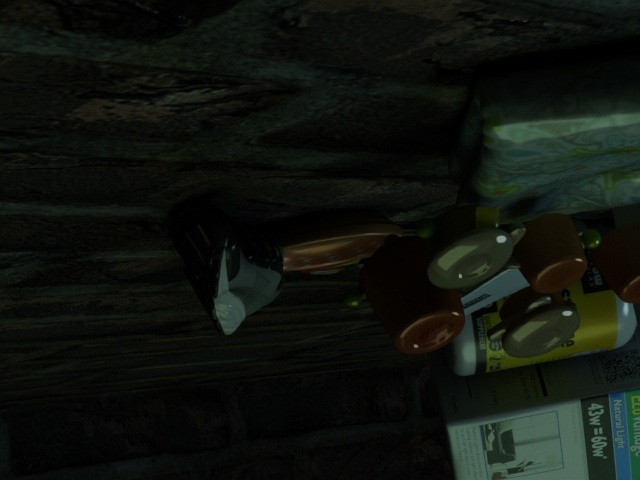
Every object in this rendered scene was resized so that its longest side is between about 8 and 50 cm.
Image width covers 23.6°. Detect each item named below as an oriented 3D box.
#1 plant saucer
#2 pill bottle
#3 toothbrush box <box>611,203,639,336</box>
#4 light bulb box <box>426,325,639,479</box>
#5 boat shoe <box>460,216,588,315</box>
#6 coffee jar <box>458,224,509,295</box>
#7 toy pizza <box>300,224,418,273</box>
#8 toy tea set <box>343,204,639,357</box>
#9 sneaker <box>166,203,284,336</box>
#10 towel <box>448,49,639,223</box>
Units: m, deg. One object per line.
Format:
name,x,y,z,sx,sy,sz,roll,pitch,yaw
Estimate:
plant saucer,0.000,0.000,1.828,0.200,0.037,0.200,-9,171,-1
pill bottle,0.338,0.078,2.205,0.334,0.187,0.188,-10,171,-3
toothbrush box,0.522,0.008,1.903,0.296,0.216,0.126,-3,168,-31
light bulb box,0.356,0.210,2.378,0.361,0.358,0.225,-11,127,3
boat shoe,0.214,0.028,2.057,0.301,0.102,0.108,-30,155,22
coffee jar,0.158,0.037,1.966,0.184,0.079,0.096,-33,165,28
toy pizza,0.050,0.018,2.008,0.201,0.032,0.201,-10,171,-2
toy tea set,0.191,0.019,1.545,0.336,0.124,0.200,6,137,-35
sneaker,-0.094,0.015,1.650,0.108,0.100,0.271,-29,164,-7
towel,0.287,-0.096,1.405,0.321,0.090,0.374,-11,171,-2
